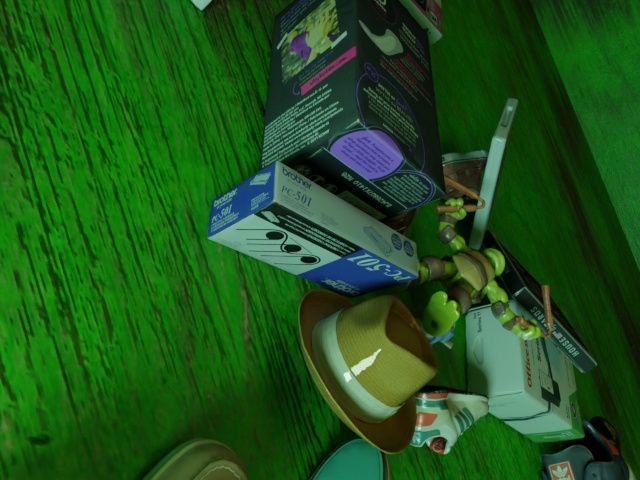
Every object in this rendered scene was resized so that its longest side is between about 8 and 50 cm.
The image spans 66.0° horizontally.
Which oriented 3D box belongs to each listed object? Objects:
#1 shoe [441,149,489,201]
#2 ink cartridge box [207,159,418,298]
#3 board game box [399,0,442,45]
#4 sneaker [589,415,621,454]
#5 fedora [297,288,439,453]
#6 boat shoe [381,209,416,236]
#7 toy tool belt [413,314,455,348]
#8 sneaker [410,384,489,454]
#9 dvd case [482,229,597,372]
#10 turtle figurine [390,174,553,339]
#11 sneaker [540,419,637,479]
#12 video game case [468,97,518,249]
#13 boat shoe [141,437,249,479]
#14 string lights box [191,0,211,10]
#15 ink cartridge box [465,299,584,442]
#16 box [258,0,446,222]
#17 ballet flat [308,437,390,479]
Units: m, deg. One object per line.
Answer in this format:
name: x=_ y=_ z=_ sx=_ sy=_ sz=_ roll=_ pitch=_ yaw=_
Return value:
shoe: x=0.266 y=-0.115 z=0.897 sx=0.178 sy=0.063 sz=0.081 roll=-13 pitch=84 yaw=-46
ink cartridge box: x=0.000 y=0.000 z=0.500 sx=0.207 sy=0.097 sz=0.046 roll=27 pitch=53 yaw=-39
board game box: x=0.073 y=-0.474 z=0.811 sx=0.303 sy=0.097 sz=0.224 roll=29 pitch=52 yaw=-32
sneaker: x=0.576 y=0.449 z=0.981 sx=0.089 sy=0.051 sz=0.170 roll=-7 pitch=81 yaw=-55
fedora: x=0.061 y=0.110 z=0.493 sx=0.194 sy=0.079 sz=0.194 roll=43 pitch=22 yaw=-23
boat shoe: x=0.110 y=-0.077 z=0.698 sx=0.073 sy=0.073 sz=0.207 roll=86 pitch=24 yaw=-44
toy tool belt: x=0.146 y=0.122 z=0.647 sx=0.083 sy=0.052 sz=0.051 roll=3 pitch=62 yaw=-48
sneaker: x=0.157 y=0.224 z=0.616 sx=0.161 sy=0.057 sz=0.075 roll=21 pitch=74 yaw=-44
dvd case: x=0.355 y=0.090 z=0.829 sx=0.179 sy=0.029 sz=0.239 roll=44 pitch=19 yaw=-12
turtle figurine: x=0.184 y=0.036 z=0.661 sx=0.217 sy=0.087 sz=0.270 roll=-13 pitch=69 yaw=-42
sneaker: x=0.388 y=0.409 z=0.738 sx=0.148 sy=0.131 sz=0.350 roll=58 pitch=33 yaw=0
video game case: x=0.310 y=-0.120 z=0.880 sx=0.193 sy=0.023 sz=0.213 roll=-53 pitch=151 yaw=-48
boat shoe: x=-0.099 y=0.249 z=0.269 sx=0.104 sy=0.089 sz=0.285 roll=45 pitch=43 yaw=-24
string lights box: x=-0.138 y=-0.403 z=0.556 sx=0.133 sy=0.076 sz=0.260 roll=33 pitch=50 yaw=-37
ink cartridge box: x=0.321 y=0.209 z=0.776 sx=0.208 sy=0.086 sz=0.153 roll=36 pitch=47 yaw=-32
box: x=0.039 y=-0.171 z=0.592 sx=0.165 sy=0.143 sz=0.271 roll=30 pitch=51 yaw=-39
ballet flat: x=0.002 y=0.278 z=0.403 sx=0.232 sy=0.080 sz=0.073 roll=-56 pitch=143 yaw=-44
